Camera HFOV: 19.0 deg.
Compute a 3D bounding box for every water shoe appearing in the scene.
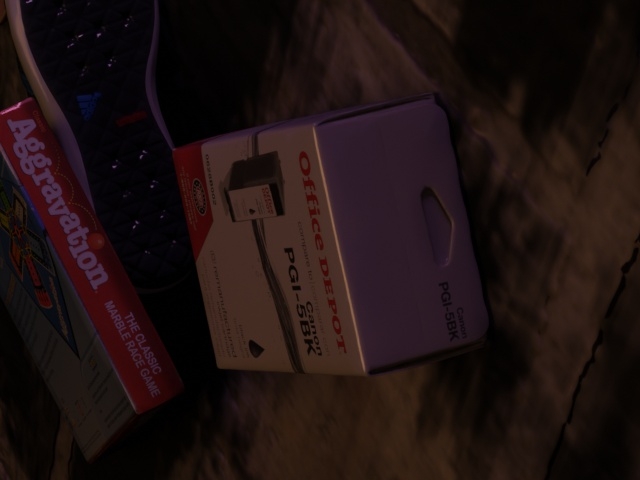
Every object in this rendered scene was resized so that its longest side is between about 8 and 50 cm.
[{"bbox_3d":[-0.115,-0.071,0.920,0.080,0.073,0.203,-2,101,64],"label":"water shoe"}]

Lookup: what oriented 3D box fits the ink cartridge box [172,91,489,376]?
[{"bbox_3d":[0.000,0.000,0.756,0.135,0.056,0.099,-6,97,63],"label":"ink cartridge box"}]

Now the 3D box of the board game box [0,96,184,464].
[{"bbox_3d":[-0.127,0.032,0.949,0.145,0.027,0.281,61,165,4],"label":"board game box"}]

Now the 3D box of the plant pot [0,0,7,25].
[{"bbox_3d":[-0.195,-0.229,1.036,0.236,0.032,0.236,37,134,51],"label":"plant pot"}]
